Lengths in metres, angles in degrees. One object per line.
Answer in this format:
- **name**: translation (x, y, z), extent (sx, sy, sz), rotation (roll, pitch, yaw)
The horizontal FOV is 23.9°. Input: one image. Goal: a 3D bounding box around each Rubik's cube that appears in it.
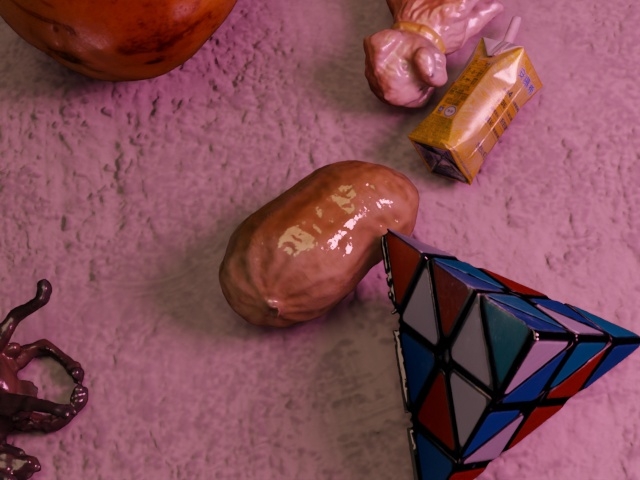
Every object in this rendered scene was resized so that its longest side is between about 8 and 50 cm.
- **Rubik's cube**: translation (0.168, 0.162, 1.449), extent (0.284, 0.250, 0.234), rotation (34, 105, 55)

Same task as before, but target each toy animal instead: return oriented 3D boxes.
- **toy animal**: translation (-0.320, 0.147, 1.545), extent (0.148, 0.084, 0.232), rotation (-18, 65, 3)
- **toy animal**: translation (0.084, -0.239, 1.659), extent (0.184, 0.104, 0.185), rotation (27, 76, 20)

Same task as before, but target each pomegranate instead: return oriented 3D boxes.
- **pomegranate**: translation (-0.213, -0.334, 1.659), extent (0.319, 0.319, 0.319), rotation (-4, 63, 8)

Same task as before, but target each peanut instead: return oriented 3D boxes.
- **peanut**: translation (0.000, 0.000, 1.534), extent (0.224, 0.129, 0.129), rotation (-41, 63, -8)

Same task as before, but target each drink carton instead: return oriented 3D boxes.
- **drink carton**: translation (0.180, -0.158, 1.609), extent (0.074, 0.084, 0.200), rotation (21, 68, 44)
